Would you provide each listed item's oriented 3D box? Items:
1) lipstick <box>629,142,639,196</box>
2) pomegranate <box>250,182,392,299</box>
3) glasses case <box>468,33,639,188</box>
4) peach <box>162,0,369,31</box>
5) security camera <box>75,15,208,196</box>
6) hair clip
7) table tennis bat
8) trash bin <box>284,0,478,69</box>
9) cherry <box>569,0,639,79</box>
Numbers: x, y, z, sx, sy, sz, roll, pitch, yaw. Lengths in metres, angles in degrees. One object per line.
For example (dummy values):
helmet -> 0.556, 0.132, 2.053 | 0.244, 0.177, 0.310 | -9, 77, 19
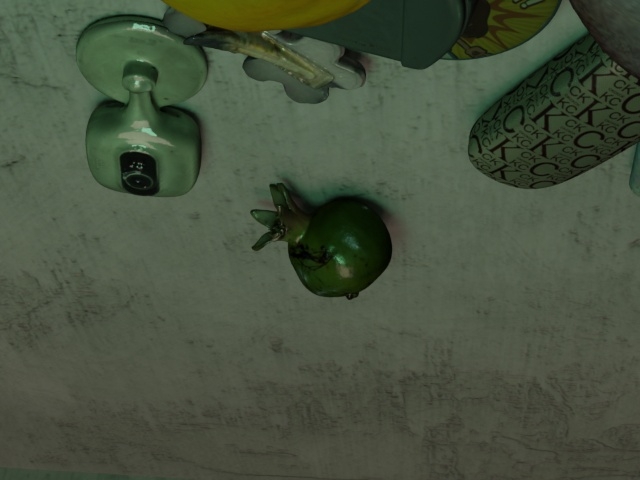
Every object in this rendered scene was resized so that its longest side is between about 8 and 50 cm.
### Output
lipstick -> 0.409, -0.110, 1.526 | 0.048, 0.048, 0.158 | 2, 150, 7
pomegranate -> 0.000, 0.000, 1.715 | 0.191, 0.131, 0.152 | 31, 145, -25
glasses case -> 0.311, -0.157, 1.425 | 0.137, 0.085, 0.355 | 21, 147, -27
peach -> -0.064, -0.325, 1.027 | 0.308, 0.289, 0.289 | 23, 161, 32
security camera -> -0.220, -0.156, 1.539 | 0.157, 0.080, 0.301 | 7, 147, -1
hair clip -> -0.067, -0.224, 1.401 | 0.257, 0.075, 0.146 | 20, 150, -34
table tennis bat -> 0.161, -0.287, 1.275 | 0.215, 0.044, 0.329 | 22, 148, -16
trash bin -> 0.042, -0.268, 1.227 | 0.236, 0.101, 0.176 | 15, 149, 11
cherry -> 0.350, -0.244, 1.169 | 0.266, 0.183, 0.213 | 19, 136, -3
